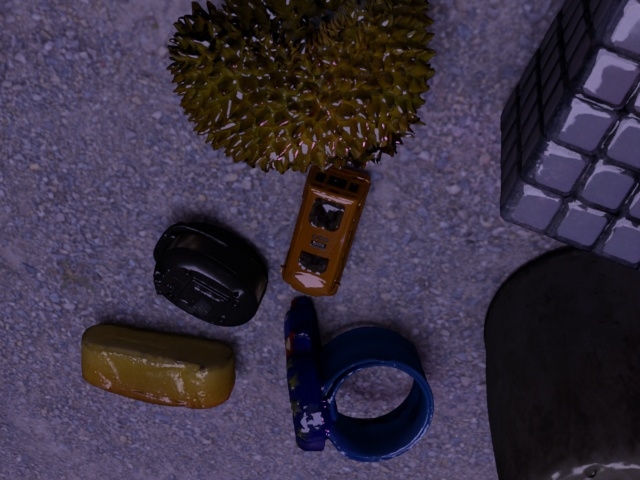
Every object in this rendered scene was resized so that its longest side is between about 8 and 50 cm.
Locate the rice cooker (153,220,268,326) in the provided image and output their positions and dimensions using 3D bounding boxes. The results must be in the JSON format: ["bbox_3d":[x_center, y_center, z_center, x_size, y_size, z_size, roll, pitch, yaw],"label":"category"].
[{"bbox_3d":[-0.152,0.047,1.023,0.165,0.106,0.112,28,129,-17],"label":"rice cooker"}]

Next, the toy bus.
[{"bbox_3d":[0.000,0.000,0.960,0.083,0.088,0.194,17,124,2],"label":"toy bus"}]

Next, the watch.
[{"bbox_3d":[0.052,0.203,1.046,0.200,0.171,0.196,-3,121,-1],"label":"watch"}]

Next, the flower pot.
[{"bbox_3d":[0.329,0.211,0.865,0.293,0.330,0.294,8,124,12],"label":"flower pot"}]

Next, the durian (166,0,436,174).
[{"bbox_3d":[-0.025,-0.179,0.768,0.293,0.258,0.258,3,122,19],"label":"durian"}]

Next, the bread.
[{"bbox_3d":[-0.250,0.190,1.143,0.245,0.102,0.094,8,117,8],"label":"bread"}]

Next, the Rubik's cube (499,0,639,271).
[{"bbox_3d":[0.323,-0.123,0.707,0.237,0.237,0.238,23,124,1],"label":"Rubik's cube"}]
